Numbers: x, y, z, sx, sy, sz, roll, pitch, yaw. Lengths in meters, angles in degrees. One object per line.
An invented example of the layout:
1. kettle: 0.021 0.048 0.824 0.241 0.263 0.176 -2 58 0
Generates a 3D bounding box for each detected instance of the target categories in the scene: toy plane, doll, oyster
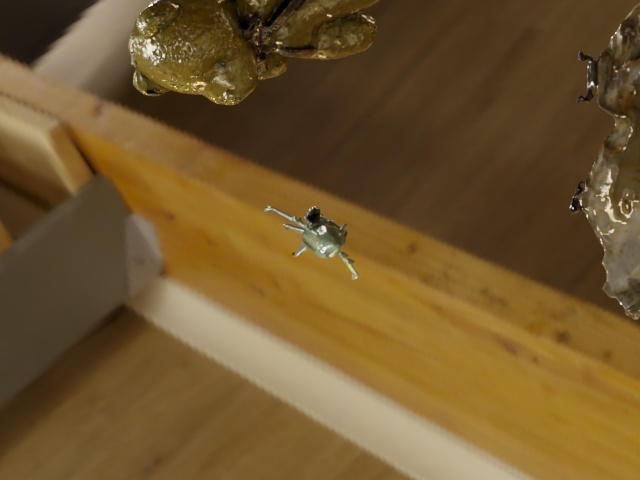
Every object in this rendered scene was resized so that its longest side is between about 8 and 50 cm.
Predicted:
1. toy plane: 0.002 -0.002 1.155 0.033 0.080 0.083 -53 -165 -11
2. doll: -0.043 -0.154 1.295 0.210 0.137 0.097 -14 -116 -17
3. oyster: 0.338 -0.090 1.714 0.198 0.133 0.337 -15 -105 55
